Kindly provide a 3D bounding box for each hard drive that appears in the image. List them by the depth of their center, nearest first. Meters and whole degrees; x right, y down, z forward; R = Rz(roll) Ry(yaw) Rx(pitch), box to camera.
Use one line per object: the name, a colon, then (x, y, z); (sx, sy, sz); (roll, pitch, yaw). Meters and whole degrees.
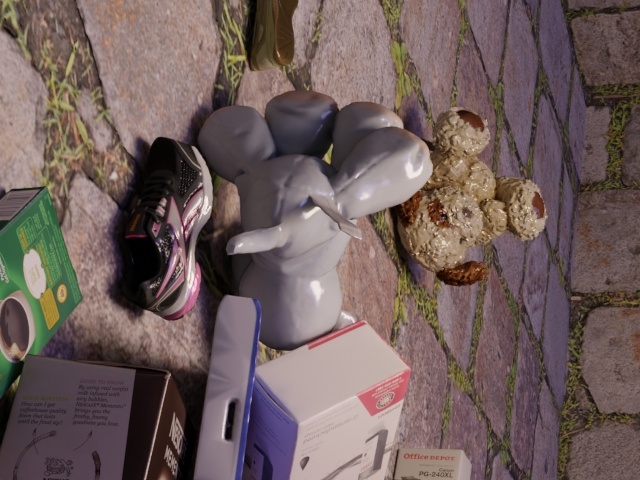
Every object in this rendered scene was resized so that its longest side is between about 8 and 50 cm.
hard drive: (-0.095, 0.195, 1.168); (0.318, 0.040, 0.210); (110, -13, -71)

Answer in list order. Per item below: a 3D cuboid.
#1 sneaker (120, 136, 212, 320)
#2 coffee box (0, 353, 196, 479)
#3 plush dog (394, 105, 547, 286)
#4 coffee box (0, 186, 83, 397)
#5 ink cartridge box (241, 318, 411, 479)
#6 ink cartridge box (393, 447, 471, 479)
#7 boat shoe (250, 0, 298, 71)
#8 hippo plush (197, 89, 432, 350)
sneaker: (-0.152, -0.016, 1.191); (0.077, 0.072, 0.178); (19, 66, -57)
coffee box: (-0.188, 0.256, 0.957); (0.168, 0.119, 0.297); (83, 15, -64)
plush dog: (0.204, -0.050, 2.023); (0.262, 0.211, 0.225); (50, 50, -16)
coffee box: (-0.252, 0.048, 0.958); (0.184, 0.040, 0.113); (-61, 145, -54)
ink cartridge box: (-0.002, 0.214, 1.356); (0.159, 0.092, 0.217); (-22, 141, -32)
ink cartridge box: (0.168, 0.400, 1.938); (0.063, 0.109, 0.150); (57, 38, -50)
boat shoe: (-0.059, -0.273, 1.487); (0.056, 0.048, 0.153); (27, 56, -53)
hippo plush: (0.000, 0.000, 1.335); (0.294, 0.234, 0.236); (-110, -165, -53)
